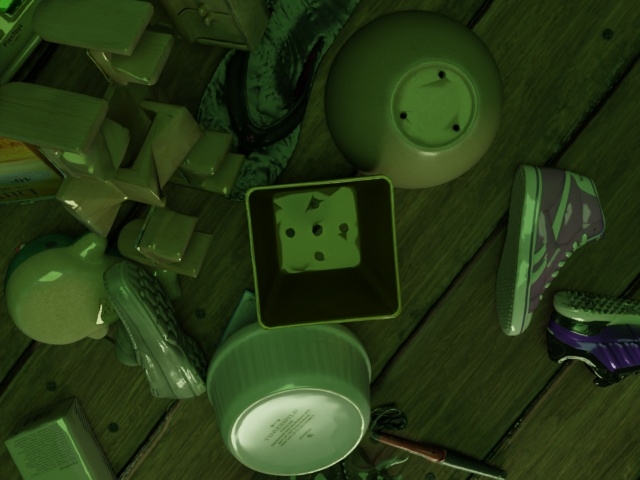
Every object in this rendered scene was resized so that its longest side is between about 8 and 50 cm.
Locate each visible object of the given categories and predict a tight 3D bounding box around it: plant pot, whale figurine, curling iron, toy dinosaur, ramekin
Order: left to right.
[{"bbox_3d":[-0.357,0.057,1.378,0.271,0.141,0.216,-11,132,-22],"label":"whale figurine"},{"bbox_3d":[-0.043,0.255,1.376,0.272,0.127,0.273,-5,130,-6],"label":"ramekin"},{"bbox_3d":[-0.020,0.411,1.485,0.313,0.121,0.160,9,89,-1],"label":"toy dinosaur"},{"bbox_3d":[0.000,0.000,1.350,0.212,0.187,0.212,-6,102,-3],"label":"plant pot"},{"bbox_3d":[0.152,-0.207,1.318,0.284,0.191,0.284,-1,101,-3],"label":"plant pot"},{"bbox_3d":[0.204,0.358,1.512,0.274,0.035,0.068,27,99,-8],"label":"curling iron"}]

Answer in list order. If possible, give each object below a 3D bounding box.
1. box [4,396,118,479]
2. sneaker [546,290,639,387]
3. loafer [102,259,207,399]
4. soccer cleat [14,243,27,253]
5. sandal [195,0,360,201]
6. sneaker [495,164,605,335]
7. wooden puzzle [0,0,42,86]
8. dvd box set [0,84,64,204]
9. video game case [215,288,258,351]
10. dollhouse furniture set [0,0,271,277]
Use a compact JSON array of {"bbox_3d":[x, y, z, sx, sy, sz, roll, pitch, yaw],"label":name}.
[{"bbox_3d":[-0.405,0.410,1.453,0.113,0.094,0.275,-21,102,1],"label":"box"},{"bbox_3d":[0.516,0.181,1.473,0.293,0.102,0.146,11,107,-2],"label":"sneaker"},{"bbox_3d":[-0.268,0.152,1.341,0.111,0.112,0.319,-16,136,3],"label":"loafer"},{"bbox_3d":[-0.472,0.047,1.410,0.035,0.029,0.083,0,97,0],"label":"soccer cleat"},{"bbox_3d":[-0.069,-0.268,1.332,0.167,0.107,0.446,24,99,-8],"label":"sandal"},{"bbox_3d":[0.383,0.025,1.427,0.161,0.102,0.282,7,101,-8],"label":"sneaker"},{"bbox_3d":[-0.571,-0.389,1.289,0.348,0.080,0.322,40,97,-10],"label":"wooden puzzle"},{"bbox_3d":[-0.529,-0.117,1.178,0.307,0.420,0.062,-6,80,-2],"label":"dvd box set"},{"bbox_3d":[-0.076,0.168,1.467,0.166,0.015,0.119,26,98,-8],"label":"video game case"},{"bbox_3d":[-0.268,-0.210,1.171,0.256,0.362,0.394,13,70,20],"label":"dollhouse furniture set"}]
